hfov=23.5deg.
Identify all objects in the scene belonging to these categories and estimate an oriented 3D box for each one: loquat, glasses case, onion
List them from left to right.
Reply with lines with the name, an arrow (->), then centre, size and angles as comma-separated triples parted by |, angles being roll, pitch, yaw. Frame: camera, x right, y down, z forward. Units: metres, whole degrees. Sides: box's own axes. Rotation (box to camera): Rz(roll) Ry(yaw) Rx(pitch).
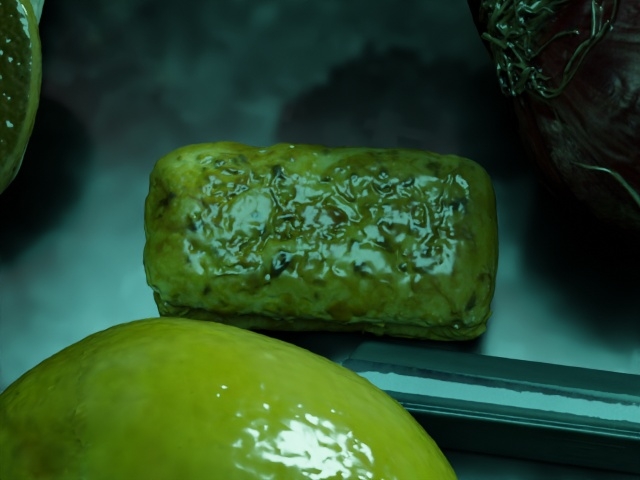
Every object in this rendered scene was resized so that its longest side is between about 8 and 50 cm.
loquat -> -0.062, 0.170, 0.762 | 0.275, 0.275, 0.275 | -1, 68, 3
glasses case -> 0.146, 0.103, 0.863 | 0.266, 0.105, 0.056 | 7, 94, 7
onion -> 0.195, -0.125, 0.885 | 0.281, 0.221, 0.281 | 10, 43, -10

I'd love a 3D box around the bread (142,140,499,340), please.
bread -> 0.000, 0.000, 0.915 | 0.211, 0.083, 0.114 | 0, 72, 6

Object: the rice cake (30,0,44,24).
rice cake -> -0.195, -0.262, 1.049 | 0.072, 0.056, 0.365 | 11, 68, 10

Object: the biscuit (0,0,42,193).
biscuit -> -0.259, -0.091, 0.954 | 0.181, 0.049, 0.208 | 41, 99, 6
